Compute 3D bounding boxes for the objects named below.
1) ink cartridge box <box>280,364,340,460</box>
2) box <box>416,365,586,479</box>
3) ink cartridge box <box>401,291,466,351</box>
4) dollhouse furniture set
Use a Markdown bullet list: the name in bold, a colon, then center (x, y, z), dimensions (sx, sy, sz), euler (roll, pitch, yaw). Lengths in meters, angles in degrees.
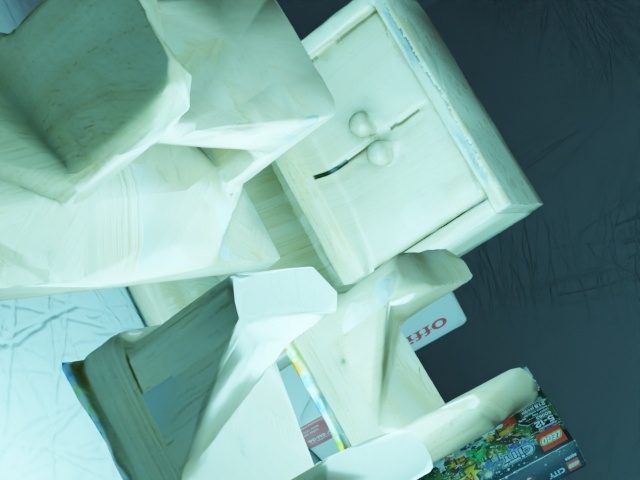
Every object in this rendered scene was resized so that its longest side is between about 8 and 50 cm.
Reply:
- **ink cartridge box**: center (0.020, 0.176, 1.110), dimensions (0.198, 0.067, 0.115), euler (54, 8, -49)
- **box**: center (0.177, 0.259, 1.291), dimensions (0.044, 0.233, 0.159), euler (60, 3, -27)
- **ink cartridge box**: center (0.000, 0.000, 1.177), dimensions (0.270, 0.198, 0.197), euler (58, 4, -46)
- **dollhouse furniture set**: center (-0.087, -0.017, 0.551), dimensions (0.362, 0.256, 0.394), euler (61, 25, 12)
